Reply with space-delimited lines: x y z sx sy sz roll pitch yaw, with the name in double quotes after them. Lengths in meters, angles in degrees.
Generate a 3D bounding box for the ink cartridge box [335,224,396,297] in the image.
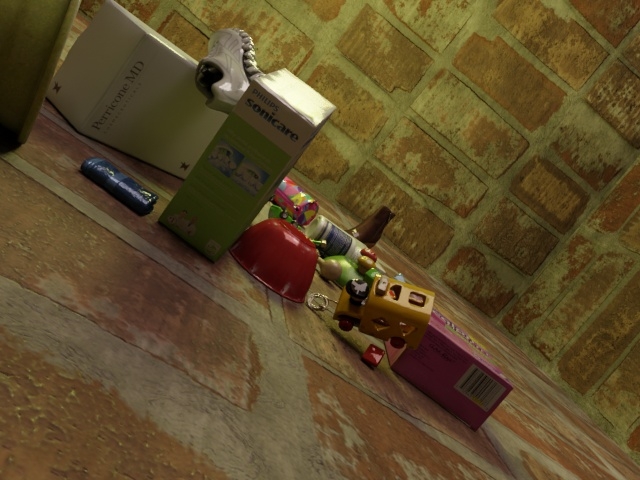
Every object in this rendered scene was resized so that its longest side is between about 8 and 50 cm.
0.152 0.078 1.984 0.261 0.066 0.296 35 9 -16 "ink cartridge box"

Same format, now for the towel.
-0.312 -0.087 0.972 0.119 0.029 0.067 37 8 -6 "towel"

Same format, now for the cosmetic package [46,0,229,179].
-0.317 -0.280 1.337 0.161 0.230 0.453 43 10 29 "cosmetic package"

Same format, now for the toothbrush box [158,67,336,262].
-0.115 -0.130 1.032 0.122 0.283 0.206 36 21 -4 "toothbrush box"

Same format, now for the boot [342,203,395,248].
0.163 -0.057 2.289 0.090 0.206 0.248 42 9 30 "boot"

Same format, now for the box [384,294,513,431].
0.252 0.241 1.291 0.214 0.117 0.243 37 7 -4 "box"

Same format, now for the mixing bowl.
-0.072 0.023 1.167 0.181 0.098 0.181 38 7 -6 "mixing bowl"

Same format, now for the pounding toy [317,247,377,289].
0.083 0.063 1.588 0.237 0.110 0.183 33 9 -36 "pounding toy"

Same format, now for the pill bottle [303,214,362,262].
0.040 0.012 1.749 0.169 0.094 0.094 35 8 -18 "pill bottle"

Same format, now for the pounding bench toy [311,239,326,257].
-0.034 0.018 1.416 0.065 0.083 0.052 37 8 -12 "pounding bench toy"

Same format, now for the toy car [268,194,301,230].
-0.137 -0.082 1.563 0.225 0.053 0.239 44 -12 -29 "toy car"

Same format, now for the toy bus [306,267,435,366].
0.108 0.113 1.134 0.202 0.104 0.191 -16 51 -28 "toy bus"

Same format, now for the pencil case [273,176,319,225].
-0.105 -0.145 2.009 0.236 0.104 0.104 41 8 33 "pencil case"

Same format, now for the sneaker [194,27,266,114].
-0.184 -0.330 1.192 0.118 0.110 0.292 3 39 -27 "sneaker"

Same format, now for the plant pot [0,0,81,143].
-0.463 -0.300 0.798 0.254 0.276 0.276 21 15 -28 "plant pot"
